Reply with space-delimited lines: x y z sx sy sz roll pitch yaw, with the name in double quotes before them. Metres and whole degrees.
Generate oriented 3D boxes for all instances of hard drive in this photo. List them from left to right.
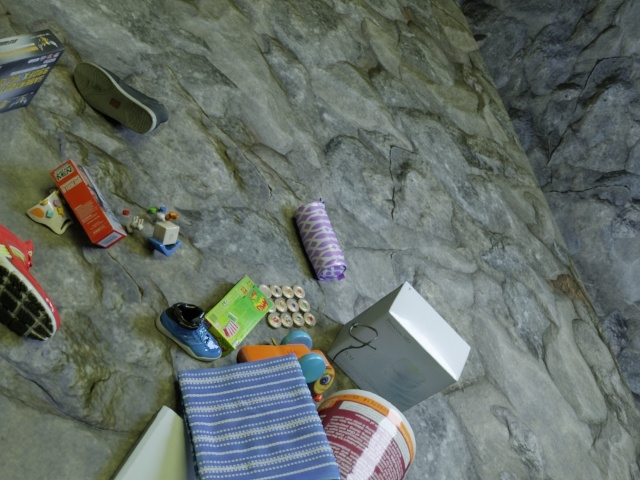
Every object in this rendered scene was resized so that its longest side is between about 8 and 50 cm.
"hard drive" -0.270 0.456 1.409 0.203 0.040 0.307 43 36 -10

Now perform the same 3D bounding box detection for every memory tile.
"memory tile" -0.078 0.151 1.906 0.148 0.012 0.113 3 56 -45

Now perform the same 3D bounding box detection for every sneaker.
"sneaker" -0.534 0.045 1.438 0.279 0.107 0.118 52 31 1
"sneaker" -0.456 -0.327 1.887 0.222 0.083 0.118 40 18 -2
"sneaker" -0.245 0.179 1.640 0.152 0.084 0.058 39 37 -16

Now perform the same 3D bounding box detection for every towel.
"towel" -0.119 0.334 1.486 0.243 0.040 0.336 -8 37 -14

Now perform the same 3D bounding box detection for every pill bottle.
"pill bottle" 0.014 0.473 1.540 0.224 0.224 0.392 49 35 -2

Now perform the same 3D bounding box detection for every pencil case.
"pencil case" 0.000 0.000 2.069 0.088 0.086 0.206 42 27 -62

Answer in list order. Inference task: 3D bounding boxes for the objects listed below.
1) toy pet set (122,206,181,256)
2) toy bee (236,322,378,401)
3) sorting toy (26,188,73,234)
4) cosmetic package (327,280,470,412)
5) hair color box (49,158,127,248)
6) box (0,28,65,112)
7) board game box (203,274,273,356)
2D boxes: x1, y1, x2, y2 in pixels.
"toy pet set" -0.347 -0.018 1.748 0.114 0.065 0.122 28 21 31
"toy bee" -0.031 0.284 1.738 0.298 0.162 0.195 5 31 -6
"sorting toy" -0.515 -0.053 1.605 0.075 0.045 0.083 59 32 -22
"cosmetic package" 0.181 0.256 1.909 0.224 0.225 0.138 45 36 -6
"hair color box" -0.456 -0.071 1.627 0.167 0.053 0.093 55 -1 8
"box" -0.625 -0.311 1.584 0.056 0.183 0.231 51 35 2
"board game box" -0.182 0.159 1.761 0.092 0.043 0.181 48 36 -4
